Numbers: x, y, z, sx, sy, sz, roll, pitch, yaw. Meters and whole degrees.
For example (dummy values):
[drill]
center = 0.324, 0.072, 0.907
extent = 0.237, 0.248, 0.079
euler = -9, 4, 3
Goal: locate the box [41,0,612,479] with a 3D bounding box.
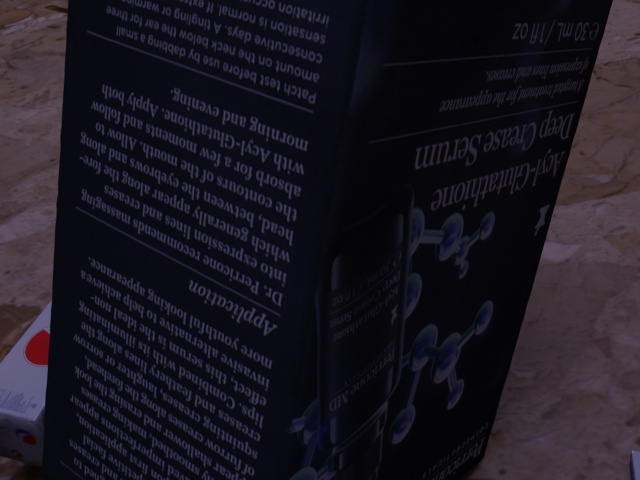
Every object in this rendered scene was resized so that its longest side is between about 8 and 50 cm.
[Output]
[box]
center = 0.000, 0.000, 0.590
extent = 0.212, 0.395, 0.294
euler = 25, 27, 32

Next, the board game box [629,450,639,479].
[board game box]
center = 0.287, 0.204, 0.654
extent = 0.090, 0.020, 0.090
euler = 2, 41, 11

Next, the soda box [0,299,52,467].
[soda box]
center = -0.213, 0.094, 0.776
extent = 0.069, 0.073, 0.216
euler = 9, 43, 20
